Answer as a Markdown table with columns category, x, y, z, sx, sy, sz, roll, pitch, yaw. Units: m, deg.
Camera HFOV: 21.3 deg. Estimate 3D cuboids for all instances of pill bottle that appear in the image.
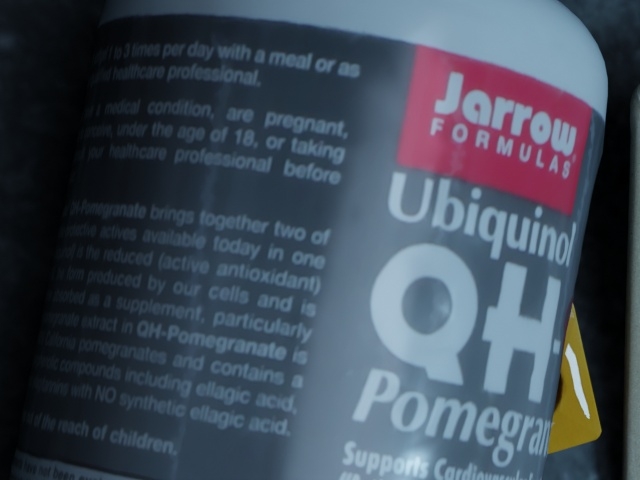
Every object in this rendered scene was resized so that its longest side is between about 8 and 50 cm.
| category | x | y | z | sx | sy | sz | roll | pitch | yaw |
| --- | --- | --- | --- | --- | --- | --- | --- | --- | --- |
| pill bottle | 0.000 | 0.000 | 0.576 | 0.176 | 0.176 | 0.318 | 13 | 84 | -23 |

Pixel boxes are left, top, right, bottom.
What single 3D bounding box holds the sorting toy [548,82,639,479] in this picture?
| category | x | y | z | sx | sy | sz | roll | pitch | yaw |
| --- | --- | --- | --- | --- | --- | --- | --- | --- | --- |
| sorting toy | 0.210 | 0.024 | 0.716 | 0.348 | 0.047 | 0.196 | -3 | 101 | -8 |
